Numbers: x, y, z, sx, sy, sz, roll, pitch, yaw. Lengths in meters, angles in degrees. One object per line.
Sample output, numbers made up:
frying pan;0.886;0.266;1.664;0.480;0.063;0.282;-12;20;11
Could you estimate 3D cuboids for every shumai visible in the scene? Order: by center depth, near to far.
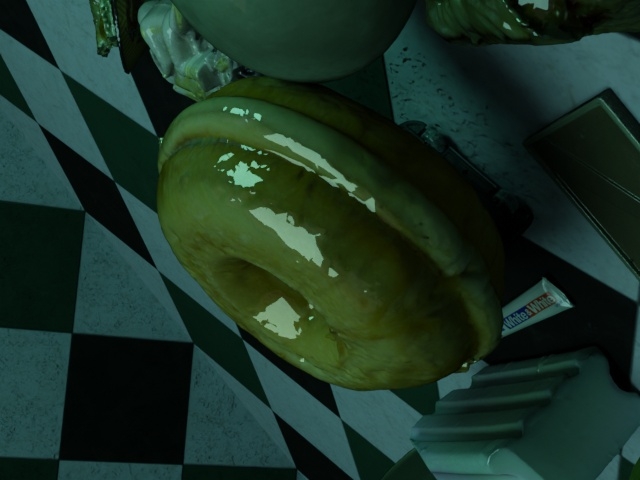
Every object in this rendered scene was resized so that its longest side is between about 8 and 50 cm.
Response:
shumai;0.161;-0.248;0.716;0.256;0.189;0.218;-147;39;-72

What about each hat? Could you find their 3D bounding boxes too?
hat;-0.260;-0.348;1.467;0.193;0.082;0.193;175;90;-86

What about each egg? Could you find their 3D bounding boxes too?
egg;-0.038;-0.299;0.853;0.258;0.258;0.352;29;155;41

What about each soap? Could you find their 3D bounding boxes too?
soap;0.248;0.261;1.317;0.115;0.208;0.347;50;159;-3

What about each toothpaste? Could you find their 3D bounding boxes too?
toothpaste;0.255;0.094;1.270;0.052;0.033;0.218;44;155;1

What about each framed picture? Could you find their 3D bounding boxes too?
framed picture;0.299;-0.043;0.961;0.203;0.015;0.150;49;159;-2

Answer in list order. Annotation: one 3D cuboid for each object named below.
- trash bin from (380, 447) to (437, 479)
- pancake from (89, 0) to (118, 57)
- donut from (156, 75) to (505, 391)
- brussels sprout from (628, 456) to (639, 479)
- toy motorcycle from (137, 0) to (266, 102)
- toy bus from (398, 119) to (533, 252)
trash bin;0.297;0.543;1.630;0.432;0.280;0.280;55;159;-6
pancake;-0.336;-0.381;1.461;0.376;0.054;0.197;90;164;-63
donut;0.000;0.000;1.067;0.449;0.198;0.449;30;158;13
brussels sprout;0.420;0.279;0.858;0.344;0.268;0.344;-17;69;55
toy motorcycle;-0.164;-0.264;1.369;0.223;0.108;0.341;44;166;-3
toy bus;0.148;-0.051;1.154;0.194;0.087;0.089;42;168;14
